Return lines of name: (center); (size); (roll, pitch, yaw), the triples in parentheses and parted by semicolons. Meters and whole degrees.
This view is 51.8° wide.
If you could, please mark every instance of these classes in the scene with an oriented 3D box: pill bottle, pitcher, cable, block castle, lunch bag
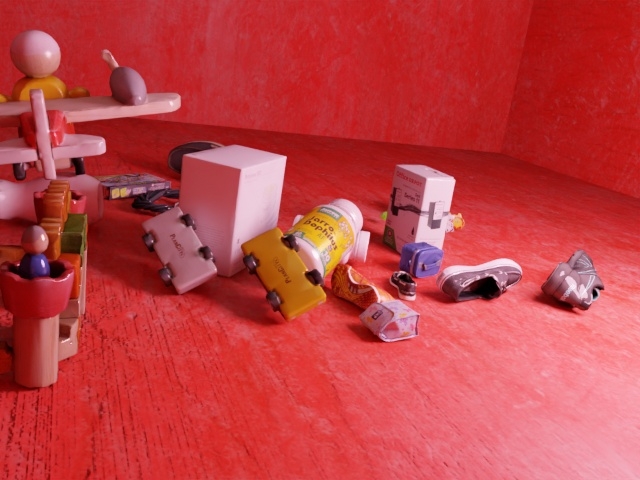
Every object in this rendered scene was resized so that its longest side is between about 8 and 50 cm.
pill bottle: (0.021, 0.001, 1.465); (0.169, 0.094, 0.094); (9, 16, 4)
pitcher: (-0.583, -0.084, 1.439); (0.207, 0.126, 0.178); (-1, -2, -9)
cable: (-0.400, -0.096, 1.693); (0.150, 0.047, 0.184); (3, 19, -2)
block castle: (-0.494, 0.017, 0.939); (0.303, 0.213, 0.453); (3, 17, -18)
pill bottle: (0.000, 0.000, 1.320); (0.117, 0.118, 0.208); (17, 37, 26)
lunch bag: (0.118, 0.137, 1.131); (0.083, 0.053, 0.071); (-9, 20, -22)
lunch bag: (0.227, 0.044, 1.475); (0.098, 0.067, 0.065); (-8, 23, -42)

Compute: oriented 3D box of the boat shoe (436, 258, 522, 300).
boat shoe: (0.348, 0.090, 1.377); (0.228, 0.080, 0.076); (1, 35, -34)

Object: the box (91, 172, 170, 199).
box: (-0.528, -0.151, 1.811); (0.114, 0.036, 0.207); (19, 19, 31)

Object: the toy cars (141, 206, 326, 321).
toy cars: (-0.162, 0.052, 1.204); (0.393, 0.087, 0.176); (12, 54, 17)

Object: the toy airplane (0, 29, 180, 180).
toy airplane: (-0.511, -0.247, 1.198); (0.384, 0.272, 0.386); (-1, 9, 25)

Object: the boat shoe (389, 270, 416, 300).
boat shoe: (0.172, 0.084, 1.360); (0.046, 0.038, 0.125); (8, 16, -3)

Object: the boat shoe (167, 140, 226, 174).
boat shoe: (-0.313, -0.223, 2.003); (0.355, 0.132, 0.130); (11, 16, 13)

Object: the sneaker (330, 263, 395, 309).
sneaker: (0.076, 0.098, 1.260); (0.067, 0.064, 0.175); (24, 9, -36)

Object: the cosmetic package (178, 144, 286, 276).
cosmetic package: (-0.184, -0.070, 1.373); (0.138, 0.225, 0.224); (13, 17, 17)

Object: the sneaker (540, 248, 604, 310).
sneaker: (0.576, 0.096, 1.475); (0.106, 0.101, 0.267); (38, 29, 21)

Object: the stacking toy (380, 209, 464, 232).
stacking toy: (0.295, -0.060, 1.896); (0.221, 0.052, 0.167); (6, 6, 19)

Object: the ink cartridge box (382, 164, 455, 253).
ink cartridge box: (0.238, -0.072, 1.622); (0.086, 0.208, 0.153); (0, 18, -26)
